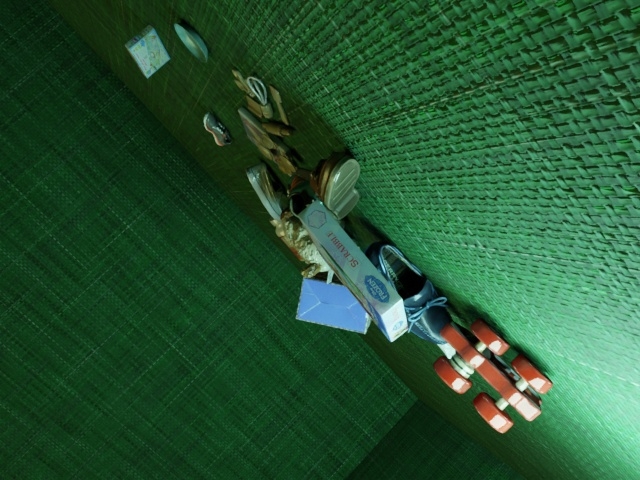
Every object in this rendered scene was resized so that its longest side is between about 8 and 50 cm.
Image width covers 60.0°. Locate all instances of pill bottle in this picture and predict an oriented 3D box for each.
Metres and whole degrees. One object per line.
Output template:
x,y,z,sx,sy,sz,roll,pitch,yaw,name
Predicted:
-0.102,-0.031,2.223,0.216,0.121,0.121,49,170,-19,pill bottle

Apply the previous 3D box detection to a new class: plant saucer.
-0.331,-0.520,1.443,0.119,0.021,0.119,44,170,10,plant saucer

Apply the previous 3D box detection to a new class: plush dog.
-0.030,-0.004,1.759,0.225,0.210,0.262,38,169,41,plush dog

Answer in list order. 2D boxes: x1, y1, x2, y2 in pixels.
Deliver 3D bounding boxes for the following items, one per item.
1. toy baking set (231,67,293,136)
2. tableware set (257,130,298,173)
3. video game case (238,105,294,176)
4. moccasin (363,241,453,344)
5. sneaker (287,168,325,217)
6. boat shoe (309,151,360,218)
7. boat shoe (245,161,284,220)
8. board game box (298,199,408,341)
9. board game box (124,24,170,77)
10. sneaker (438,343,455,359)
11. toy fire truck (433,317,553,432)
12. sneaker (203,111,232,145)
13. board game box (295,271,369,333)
-0.146,-0.338,1.388,0.256,0.030,0.197,34,165,51,toy baking set
-0.125,-0.243,1.598,0.141,0.020,0.169,45,169,-6,tableware set
-0.158,-0.292,1.659,0.201,0.023,0.183,43,170,13,video game case
0.240,0.150,1.484,0.342,0.138,0.117,45,166,-3,moccasin
-0.053,-0.129,1.595,0.108,0.121,0.302,48,171,-17,sneaker
0.020,-0.135,1.289,0.104,0.111,0.307,42,170,12,boat shoe
-0.180,-0.180,2.036,0.096,0.088,0.267,-109,-8,-50,boat shoe
0.090,0.087,1.387,0.318,0.066,0.318,51,175,24,board game box
-0.553,-0.606,1.781,0.026,0.103,0.154,43,170,15,board game box
0.388,0.295,1.670,0.235,0.090,0.095,51,-178,-10,sneaker
0.427,0.321,1.392,0.302,0.169,0.254,44,-171,17,toy fire truck
-0.368,-0.408,2.024,0.065,0.061,0.158,9,154,25,sneaker
0.067,0.201,1.890,0.232,0.141,0.291,11,-176,9,board game box
